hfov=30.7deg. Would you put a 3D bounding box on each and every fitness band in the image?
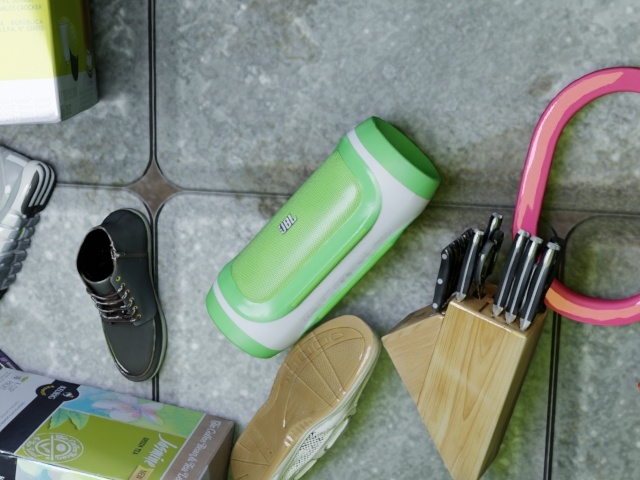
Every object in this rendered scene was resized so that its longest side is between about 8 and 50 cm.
[{"bbox_3d":[0.328,-0.049,1.307,0.209,0.054,0.291,14,103,12],"label":"fitness band"}]

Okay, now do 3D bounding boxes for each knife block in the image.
[{"bbox_3d":[0.206,0.116,1.312,0.242,0.088,0.276,-24,94,34],"label":"knife block"}]

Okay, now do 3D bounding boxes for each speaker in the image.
[{"bbox_3d":[0.000,0.000,1.349,0.131,0.131,0.296,44,106,1],"label":"speaker"}]

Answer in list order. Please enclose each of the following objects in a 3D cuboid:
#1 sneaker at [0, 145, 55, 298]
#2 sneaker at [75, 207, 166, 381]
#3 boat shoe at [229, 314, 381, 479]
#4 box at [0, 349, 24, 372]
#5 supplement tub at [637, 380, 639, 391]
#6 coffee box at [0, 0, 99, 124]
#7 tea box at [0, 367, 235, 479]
[{"bbox_3d":[-0.437,-0.020,1.474,0.132,0.086,0.229,29,96,11],"label":"sneaker"},{"bbox_3d":[-0.252,0.078,1.425,0.083,0.118,0.222,-4,100,13],"label":"sneaker"},{"bbox_3d":[-0.004,0.199,1.411,0.277,0.096,0.098,-53,51,25],"label":"boat shoe"},{"bbox_3d":[-0.455,0.220,1.546,0.116,0.029,0.162,42,105,1],"label":"box"},{"bbox_3d":[0.452,0.138,1.280,0.190,0.117,0.117,-40,90,17],"label":"supplement tub"},{"bbox_3d":[-0.434,-0.291,1.236,0.338,0.337,0.335,-4,100,-4],"label":"coffee box"},{"bbox_3d":[-0.299,0.373,1.429,0.323,0.220,0.329,10,107,6],"label":"tea box"}]
